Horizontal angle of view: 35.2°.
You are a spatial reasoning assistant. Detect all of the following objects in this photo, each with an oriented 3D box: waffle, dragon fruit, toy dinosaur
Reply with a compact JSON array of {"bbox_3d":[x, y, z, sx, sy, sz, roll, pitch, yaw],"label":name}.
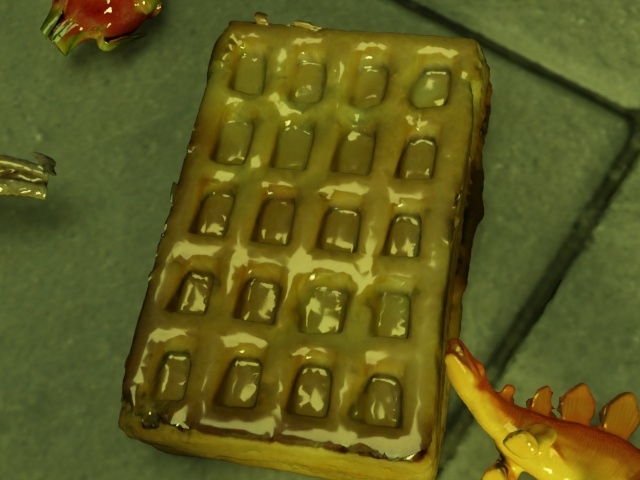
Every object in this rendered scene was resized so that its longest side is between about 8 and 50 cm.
[{"bbox_3d":[0.000,0.000,0.717,0.224,0.098,0.328,7,66,9],"label":"waffle"},{"bbox_3d":[-0.182,-0.200,0.835,0.116,0.081,0.086,-35,77,-10],"label":"dragon fruit"},{"bbox_3d":[0.187,0.159,0.627,0.288,0.070,0.117,45,50,3],"label":"toy dinosaur"}]

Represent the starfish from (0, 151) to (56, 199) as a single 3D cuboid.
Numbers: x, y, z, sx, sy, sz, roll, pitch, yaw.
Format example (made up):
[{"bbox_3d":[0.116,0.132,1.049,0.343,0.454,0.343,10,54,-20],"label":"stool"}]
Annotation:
[{"bbox_3d":[-0.455,-0.128,0.751,0.398,0.383,0.132,48,121,38],"label":"starfish"}]
